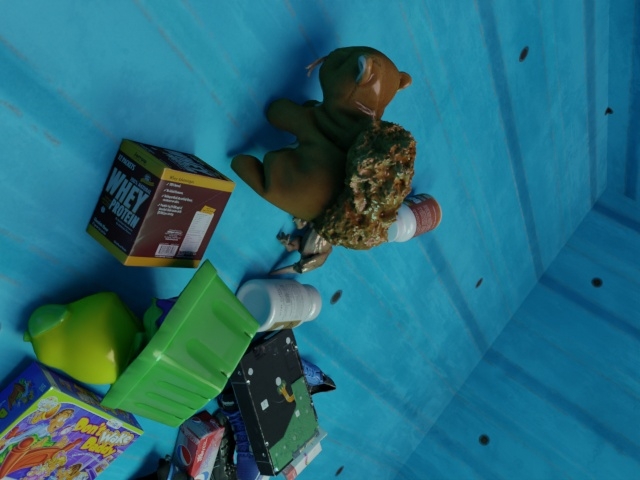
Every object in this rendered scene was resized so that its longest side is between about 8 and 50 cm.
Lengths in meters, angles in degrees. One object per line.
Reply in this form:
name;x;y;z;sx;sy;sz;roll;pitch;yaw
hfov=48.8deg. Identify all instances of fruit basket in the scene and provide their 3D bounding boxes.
fruit basket;-0.359;0.187;1.384;0.392;0.392;0.283;85;27;-47

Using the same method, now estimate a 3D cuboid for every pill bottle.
pill bottle;0.261;-0.065;2.127;0.216;0.121;0.121;-20;134;-45
pill bottle;-0.102;0.165;1.826;0.229;0.131;0.131;4;115;-56

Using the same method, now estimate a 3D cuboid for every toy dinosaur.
toy dinosaur;0.000;0.000;1.832;0.296;0.127;0.200;-55;157;10

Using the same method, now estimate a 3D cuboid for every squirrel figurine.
squirrel figurine;0.070;-0.198;1.469;0.281;0.397;0.370;12;117;-53

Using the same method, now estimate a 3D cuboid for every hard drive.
hard drive;-0.122;0.431;1.922;0.237;0.064;0.339;-29;106;-52

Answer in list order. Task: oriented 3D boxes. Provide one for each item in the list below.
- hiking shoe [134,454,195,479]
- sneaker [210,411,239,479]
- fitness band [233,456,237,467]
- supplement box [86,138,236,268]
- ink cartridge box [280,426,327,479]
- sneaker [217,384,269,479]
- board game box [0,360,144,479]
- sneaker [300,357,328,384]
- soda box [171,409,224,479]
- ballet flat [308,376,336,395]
hiking shoe;-0.477;0.688;1.846;0.304;0.113;0.132;-40;107;-4
sneaker;-0.296;0.613;2.006;0.101;0.106;0.267;-29;120;-66
fitness band;-0.222;0.616;2.166;0.209;0.054;0.291;-33;144;-37
supplement box;-0.299;-0.064;1.336;0.191;0.129;0.194;7;113;-56
ink cartridge box;-0.077;0.698;2.376;0.198;0.115;0.067;-40;145;-24
sneaker;-0.212;0.497;1.950;0.182;0.127;0.315;29;62;-47
board game box;-0.552;0.407;1.450;0.233;0.078;0.347;-44;147;-7
sneaker;-0.039;0.401;2.168;0.209;0.082;0.069;44;57;-59
soda box;-0.347;0.601;1.940;0.092;0.083;0.263;-15;131;-48
ballet flat;-0.008;0.487;2.339;0.173;0.049;0.057;-6;123;-52
